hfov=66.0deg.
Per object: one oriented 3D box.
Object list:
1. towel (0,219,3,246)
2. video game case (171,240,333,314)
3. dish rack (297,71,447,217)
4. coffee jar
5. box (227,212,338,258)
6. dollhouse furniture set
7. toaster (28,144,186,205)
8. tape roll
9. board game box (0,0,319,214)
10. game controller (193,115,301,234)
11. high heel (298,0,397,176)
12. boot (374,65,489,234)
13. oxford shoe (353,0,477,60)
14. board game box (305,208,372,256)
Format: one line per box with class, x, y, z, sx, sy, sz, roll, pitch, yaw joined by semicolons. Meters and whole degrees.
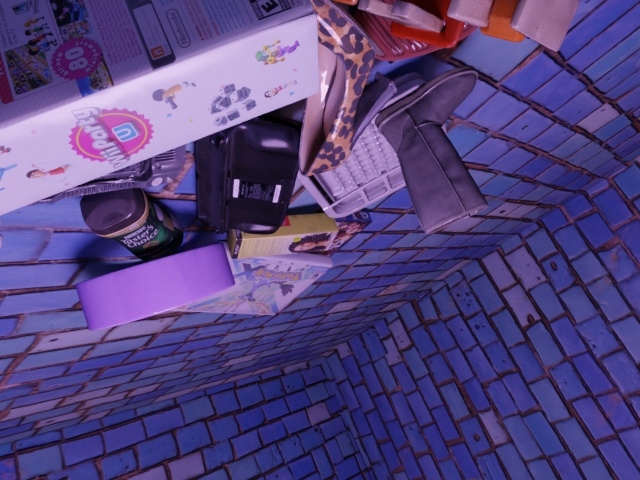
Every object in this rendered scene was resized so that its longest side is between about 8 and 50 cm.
towel;-0.497;-0.048;0.351;0.321;0.090;0.374;1;167;20
video game case;-0.181;0.111;1.275;0.329;0.036;0.300;9;142;-38
dish rack;0.097;-0.175;0.939;0.286;0.072;0.333;-27;159;8
coffee jar;-0.307;-0.031;0.817;0.096;0.079;0.184;-25;159;1
box;-0.083;-0.011;1.090;0.232;0.058;0.087;-5;149;-21
dollhouse furniture set;0.130;-0.309;0.435;0.135;0.262;0.259;-6;121;-45
toaster;-0.263;-0.133;0.525;0.227;0.146;0.129;-15;156;-27
tape roll;-0.306;0.083;0.935;0.275;0.090;0.275;-17;-178;1
board game box;-0.182;-0.179;0.402;0.304;0.224;0.097;-23;162;-6
game controller;-0.127;-0.099;0.836;0.167;0.067;0.319;-1;154;-13
high heel;-0.012;-0.195;0.646;0.186;0.093;0.261;-49;143;6
boot;0.199;-0.138;0.756;0.190;0.208;0.076;-32;158;17
oxford shoe;0.185;-0.339;0.582;0.348;0.123;0.130;-22;-149;44
board game box;0.000;0.000;1.289;0.165;0.042;0.243;-3;150;-45
